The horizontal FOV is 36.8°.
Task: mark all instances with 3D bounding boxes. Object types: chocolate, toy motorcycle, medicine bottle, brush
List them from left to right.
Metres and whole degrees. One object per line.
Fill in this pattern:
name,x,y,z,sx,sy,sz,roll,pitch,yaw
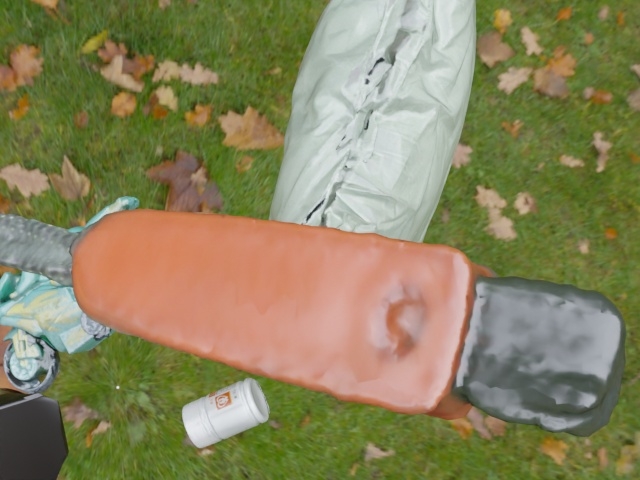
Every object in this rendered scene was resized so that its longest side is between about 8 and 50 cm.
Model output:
chocolate,-0.272,0.183,0.787,0.149,0.080,0.125,-42,121,-16
toy motorcycle,-0.331,0.059,1.277,0.296,0.109,0.198,-34,79,16
medicine bottle,-0.111,0.203,1.130,0.089,0.057,0.057,-25,87,8
brush,-0.029,0.023,0.429,0.323,0.051,0.070,12,83,26

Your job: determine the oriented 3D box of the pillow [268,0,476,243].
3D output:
pillow,0.032,-0.061,0.773,0.138,0.310,0.283,20,69,5
